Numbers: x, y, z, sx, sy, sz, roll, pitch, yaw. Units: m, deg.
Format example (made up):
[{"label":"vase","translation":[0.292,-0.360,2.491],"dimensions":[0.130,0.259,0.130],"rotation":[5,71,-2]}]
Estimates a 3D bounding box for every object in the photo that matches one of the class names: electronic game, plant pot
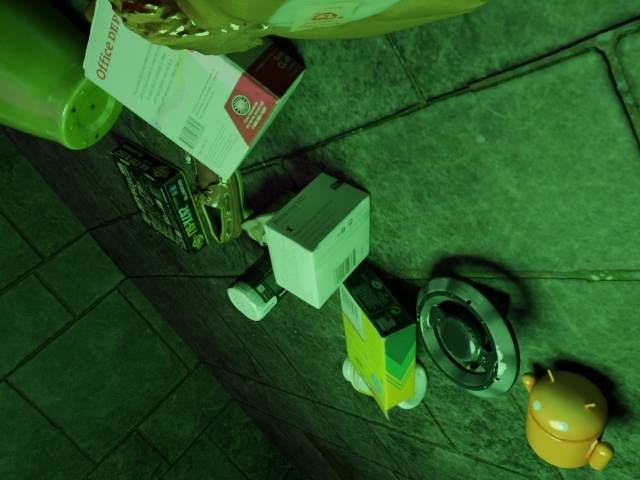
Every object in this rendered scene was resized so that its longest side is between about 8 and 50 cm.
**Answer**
[{"label":"electronic game","translation":[0.254,0.170,0.888],"dimensions":[0.229,0.048,0.229],"rotation":[39,139,44]},{"label":"plant pot","translation":[-0.689,-0.410,1.216],"dimensions":[0.353,0.366,0.366],"rotation":[31,150,0]}]

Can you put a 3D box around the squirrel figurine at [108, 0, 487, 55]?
[{"label":"squirrel figurine","translation":[-0.054,-0.371,0.418],"dimensions":[0.397,0.281,0.370],"rotation":[-4,99,30]}]

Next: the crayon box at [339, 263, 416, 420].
[{"label":"crayon box","translation":[0.128,0.233,1.126],"dimensions":[0.202,0.081,0.318],"rotation":[53,159,44]}]

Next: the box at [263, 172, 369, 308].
[{"label":"box","translation":[0.000,0.000,0.981],"dimensions":[0.119,0.181,0.181],"rotation":[28,147,27]}]

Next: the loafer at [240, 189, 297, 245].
[{"label":"loafer","translation":[-0.101,-0.043,1.150],"dimensions":[0.092,0.102,0.268],"rotation":[50,160,-12]}]

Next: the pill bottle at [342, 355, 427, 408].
[{"label":"pill bottle","translation":[0.159,0.350,1.291],"dimensions":[0.215,0.117,0.117],"rotation":[3,131,50]}]

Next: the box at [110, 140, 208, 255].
[{"label":"box","translation":[-0.495,-0.125,1.559],"dimensions":[0.257,0.079,0.321],"rotation":[30,148,28]}]

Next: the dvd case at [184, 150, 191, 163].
[{"label":"dvd case","translation":[-0.314,-0.252,1.174],"dimensions":[0.013,0.087,0.119],"rotation":[-2,149,-9]}]

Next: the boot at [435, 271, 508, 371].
[{"label":"boot","translation":[0.272,0.156,0.962],"dimensions":[0.137,0.077,0.197],"rotation":[32,135,31]}]

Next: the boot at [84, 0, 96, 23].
[{"label":"boot","translation":[-0.390,-0.416,1.041],"dimensions":[0.264,0.096,0.280],"rotation":[51,152,-18]}]

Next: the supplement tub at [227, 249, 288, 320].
[{"label":"supplement tub","translation":[-0.133,0.101,1.269],"dimensions":[0.117,0.190,0.117],"rotation":[33,149,23]}]

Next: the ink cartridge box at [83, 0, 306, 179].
[{"label":"ink cartridge box","translation":[-0.215,-0.285,0.841],"dimensions":[0.306,0.131,0.226],"rotation":[38,137,-10]}]

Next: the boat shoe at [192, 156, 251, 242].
[{"label":"boat shoe","translation":[-0.256,-0.121,1.230],"dimensions":[0.111,0.104,0.307],"rotation":[22,143,38]}]

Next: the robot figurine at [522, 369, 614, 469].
[{"label":"robot figurine","translation":[0.435,0.318,0.892],"dimensions":[0.128,0.158,0.219],"rotation":[-2,133,16]}]
